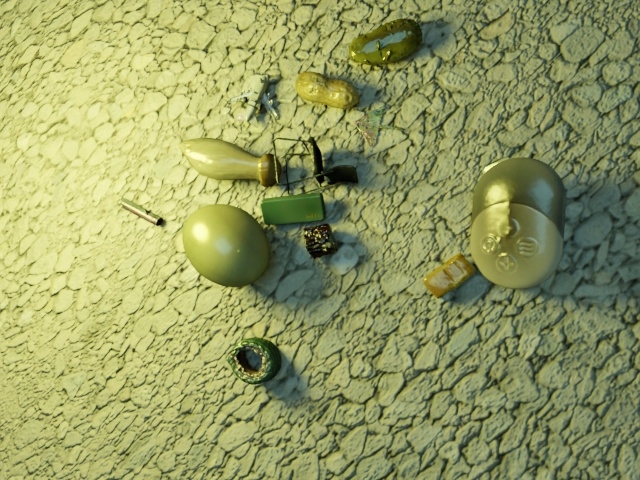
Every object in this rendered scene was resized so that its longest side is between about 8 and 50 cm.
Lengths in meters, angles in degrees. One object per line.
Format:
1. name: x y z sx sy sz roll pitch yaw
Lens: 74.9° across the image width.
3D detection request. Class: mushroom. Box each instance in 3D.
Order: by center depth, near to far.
1. mushroom: -0.288 -0.241 1.274 0.351 0.128 0.128 14 84 12

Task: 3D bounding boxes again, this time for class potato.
1. potato: 0.194 -0.588 1.248 0.226 0.090 0.117 -16 78 8

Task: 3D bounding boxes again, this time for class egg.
1. egg: -0.264 0.013 1.178 0.219 0.219 0.269 -43 72 2

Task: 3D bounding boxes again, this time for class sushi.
1. sushi: 0.000 0.000 1.186 0.085 0.098 0.094 -15 73 6

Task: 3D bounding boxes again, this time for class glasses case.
1. glasses case: -0.081 -0.093 1.232 0.184 0.039 0.077 -5 112 11

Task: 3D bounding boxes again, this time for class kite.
1. kite: 0.173 -0.342 1.255 0.157 0.011 0.138 12 86 15

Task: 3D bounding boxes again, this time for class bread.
1. bread: 0.345 0.096 1.122 0.132 0.053 0.074 -36 76 6

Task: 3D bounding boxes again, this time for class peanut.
1. peanut: 0.017 -0.453 1.268 0.214 0.099 0.099 22 86 9

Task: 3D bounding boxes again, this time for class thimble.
1. thimble: -0.182 0.335 1.173 0.135 0.090 0.118 33 86 17

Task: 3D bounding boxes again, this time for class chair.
1. chair: -0.008 -0.222 1.207 0.222 0.140 0.145 -7 80 9

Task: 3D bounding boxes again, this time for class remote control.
1. remote control: 0.490 -0.042 1.052 0.221 0.104 0.331 5 95 41

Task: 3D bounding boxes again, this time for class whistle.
1. whistle: -0.588 -0.094 1.358 0.177 0.033 0.033 26 87 14

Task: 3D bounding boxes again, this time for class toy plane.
1. toy plane: -0.205 -0.445 1.324 0.163 0.065 0.171 20 90 3

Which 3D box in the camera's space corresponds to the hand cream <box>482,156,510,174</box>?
1. hand cream: 0.519 -0.101 1.121 0.079 0.048 0.255 -30 75 38
